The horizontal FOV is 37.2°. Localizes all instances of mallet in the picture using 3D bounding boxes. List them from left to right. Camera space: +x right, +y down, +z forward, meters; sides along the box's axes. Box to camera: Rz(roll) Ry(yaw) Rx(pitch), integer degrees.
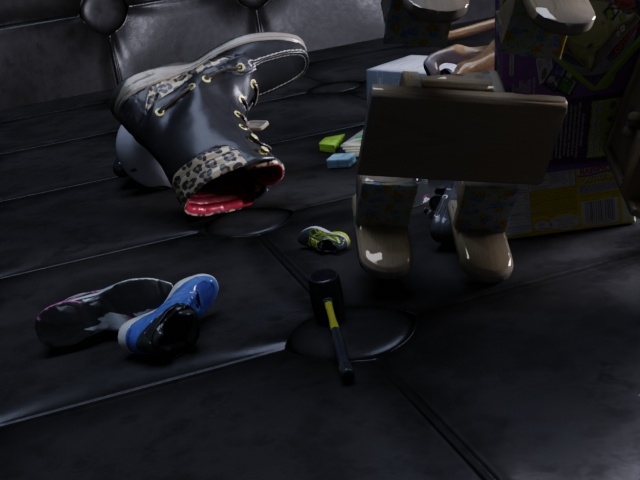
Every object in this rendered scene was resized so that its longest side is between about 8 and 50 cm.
[{"bbox_3d":[0.017,0.106,1.059,0.039,0.062,0.190,-11,34,-2],"label":"mallet"}]

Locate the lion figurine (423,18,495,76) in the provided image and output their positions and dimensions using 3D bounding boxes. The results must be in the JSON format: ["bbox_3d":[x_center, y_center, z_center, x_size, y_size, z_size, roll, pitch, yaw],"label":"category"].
[{"bbox_3d":[0.323,-0.203,1.370,0.240,0.392,0.142,-31,-2,3],"label":"lion figurine"}]

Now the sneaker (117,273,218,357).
[{"bbox_3d":[-0.159,0.089,1.128,0.084,0.058,0.152,2,25,43],"label":"sneaker"}]

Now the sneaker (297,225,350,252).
[{"bbox_3d":[0.000,0.000,1.361,0.083,0.031,0.035,3,23,30],"label":"sneaker"}]

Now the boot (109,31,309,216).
[{"bbox_3d":[-0.143,-0.207,1.660,0.377,0.138,0.284,-20,57,-23],"label":"boot"}]

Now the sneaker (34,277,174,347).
[{"bbox_3d":[-0.264,0.082,1.189,0.178,0.072,0.077,-7,8,-12],"label":"sneaker"}]

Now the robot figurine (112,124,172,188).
[{"bbox_3d":[-0.298,-0.215,1.859,0.173,0.209,0.278,15,31,-7],"label":"robot figurine"}]

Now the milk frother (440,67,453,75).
[{"bbox_3d":[0.211,-0.240,1.754,0.134,0.129,0.143,-9,39,-30],"label":"milk frother"}]

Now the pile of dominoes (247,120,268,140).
[{"bbox_3d":[-0.233,-0.181,1.967,0.251,0.040,0.196,5,40,41],"label":"pile of dominoes"}]

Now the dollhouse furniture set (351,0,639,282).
[{"bbox_3d":[0.245,-0.090,1.058,0.393,0.362,0.257,3,42,-6],"label":"dollhouse furniture set"}]

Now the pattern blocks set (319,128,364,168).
[{"bbox_3d":[0.137,-0.205,1.899,0.285,0.026,0.325,-5,20,11],"label":"pattern blocks set"}]

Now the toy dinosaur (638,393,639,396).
[{"bbox_3d":[0.407,0.070,0.724,0.160,0.314,0.121,24,16,-29],"label":"toy dinosaur"}]

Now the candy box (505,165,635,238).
[{"bbox_3d":[0.320,-0.063,1.293,0.205,0.105,0.027,-7,12,2],"label":"candy box"}]

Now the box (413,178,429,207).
[{"bbox_3d":[0.130,-0.095,1.498,0.062,0.083,0.052,-20,24,-32],"label":"box"}]

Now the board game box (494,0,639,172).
[{"bbox_3d":[0.314,-0.229,1.141,0.208,0.347,0.056,-9,44,0],"label":"board game box"}]

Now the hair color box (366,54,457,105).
[{"bbox_3d":[0.298,-0.293,1.899,0.374,0.114,0.185,10,24,33],"label":"hair color box"}]

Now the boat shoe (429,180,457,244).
[{"bbox_3d":[0.194,-0.053,1.376,0.076,0.080,0.228,-2,27,13],"label":"boat shoe"}]

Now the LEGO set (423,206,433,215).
[{"bbox_3d":[0.183,-0.056,1.456,0.054,0.024,0.083,-9,19,-1],"label":"LEGO set"}]
